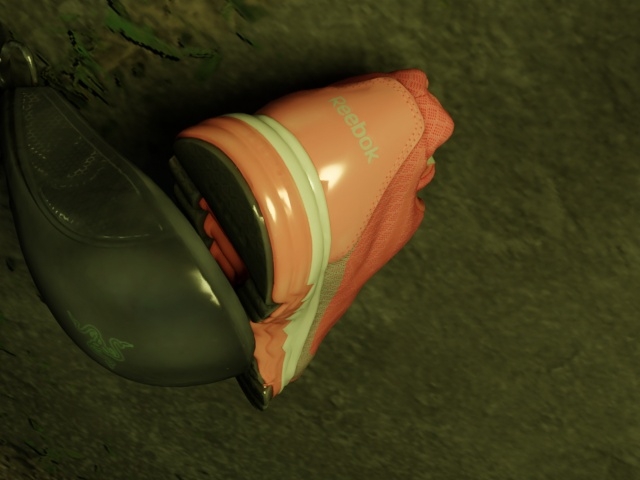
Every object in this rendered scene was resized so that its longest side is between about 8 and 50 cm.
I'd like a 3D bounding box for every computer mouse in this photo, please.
[{"bbox_3d":[-0.128,0.000,0.825,0.272,0.072,0.188,40,157,48],"label":"computer mouse"}]

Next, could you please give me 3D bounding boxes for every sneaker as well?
[{"bbox_3d":[0.000,0.000,0.834,0.116,0.136,0.314,59,165,10],"label":"sneaker"}]
